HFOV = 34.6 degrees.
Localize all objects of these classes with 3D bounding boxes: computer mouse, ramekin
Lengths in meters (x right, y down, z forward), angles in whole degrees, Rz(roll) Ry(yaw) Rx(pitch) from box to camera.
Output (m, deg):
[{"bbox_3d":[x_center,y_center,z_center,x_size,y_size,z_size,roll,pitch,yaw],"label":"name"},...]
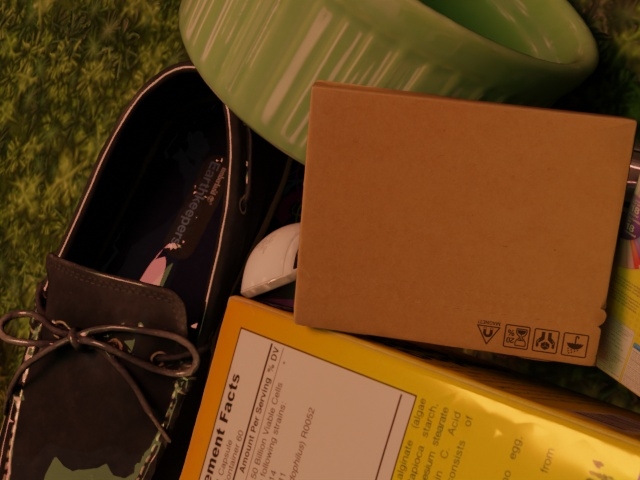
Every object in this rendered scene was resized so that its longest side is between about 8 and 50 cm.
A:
[{"bbox_3d":[0.000,0.000,0.839,0.106,0.193,0.042,-21,91,33],"label":"computer mouse"},{"bbox_3d":[0.042,-0.165,0.775,0.148,0.303,0.303,-55,52,30],"label":"ramekin"}]

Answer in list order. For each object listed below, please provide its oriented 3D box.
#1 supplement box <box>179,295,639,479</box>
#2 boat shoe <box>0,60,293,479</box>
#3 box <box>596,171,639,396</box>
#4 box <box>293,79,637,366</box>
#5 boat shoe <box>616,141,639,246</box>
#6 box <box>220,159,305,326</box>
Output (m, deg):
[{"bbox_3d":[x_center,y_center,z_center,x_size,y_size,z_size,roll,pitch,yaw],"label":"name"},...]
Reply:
[{"bbox_3d":[0.093,0.184,0.715,0.356,0.195,0.194,17,90,39],"label":"supplement box"},{"bbox_3d":[-0.164,0.074,0.847,0.187,0.156,0.500,17,76,18],"label":"boat shoe"},{"bbox_3d":[0.232,0.022,0.630,0.105,0.043,0.179,38,134,39],"label":"box"},{"bbox_3d":[0.087,-0.010,0.656,0.201,0.021,0.164,7,108,8],"label":"box"},{"bbox_3d":[0.269,-0.002,0.695,0.302,0.109,0.094,23,117,44],"label":"boat shoe"},{"bbox_3d":[-0.056,0.001,0.956,0.116,0.029,0.162,2,80,14],"label":"box"}]
